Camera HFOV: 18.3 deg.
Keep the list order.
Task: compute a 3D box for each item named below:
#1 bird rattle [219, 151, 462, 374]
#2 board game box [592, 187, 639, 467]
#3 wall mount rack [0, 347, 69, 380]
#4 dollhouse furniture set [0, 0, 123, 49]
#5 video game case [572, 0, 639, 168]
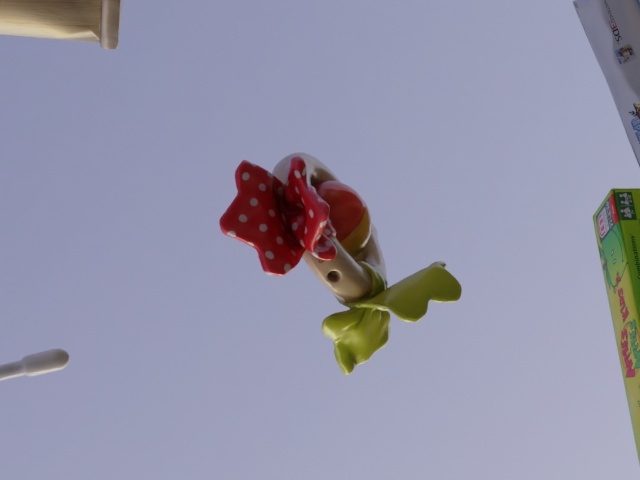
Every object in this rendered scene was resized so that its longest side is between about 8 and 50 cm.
[{"bbox_3d":[0.000,0.000,1.909,0.253,0.143,0.207,39,-159,-26],"label":"bird rattle"},{"bbox_3d":[0.233,0.056,1.237,0.092,0.043,0.181,-2,-115,-12],"label":"board game box"},{"bbox_3d":[-0.352,0.174,1.500,0.304,0.130,0.350,-53,-6,4],"label":"wall mount rack"},{"bbox_3d":[-0.211,-0.260,1.165,0.286,0.198,0.303,-93,7,-55],"label":"dollhouse furniture set"},{"bbox_3d":[0.340,-0.085,1.835,0.269,0.061,0.244,34,-147,-59],"label":"video game case"}]
